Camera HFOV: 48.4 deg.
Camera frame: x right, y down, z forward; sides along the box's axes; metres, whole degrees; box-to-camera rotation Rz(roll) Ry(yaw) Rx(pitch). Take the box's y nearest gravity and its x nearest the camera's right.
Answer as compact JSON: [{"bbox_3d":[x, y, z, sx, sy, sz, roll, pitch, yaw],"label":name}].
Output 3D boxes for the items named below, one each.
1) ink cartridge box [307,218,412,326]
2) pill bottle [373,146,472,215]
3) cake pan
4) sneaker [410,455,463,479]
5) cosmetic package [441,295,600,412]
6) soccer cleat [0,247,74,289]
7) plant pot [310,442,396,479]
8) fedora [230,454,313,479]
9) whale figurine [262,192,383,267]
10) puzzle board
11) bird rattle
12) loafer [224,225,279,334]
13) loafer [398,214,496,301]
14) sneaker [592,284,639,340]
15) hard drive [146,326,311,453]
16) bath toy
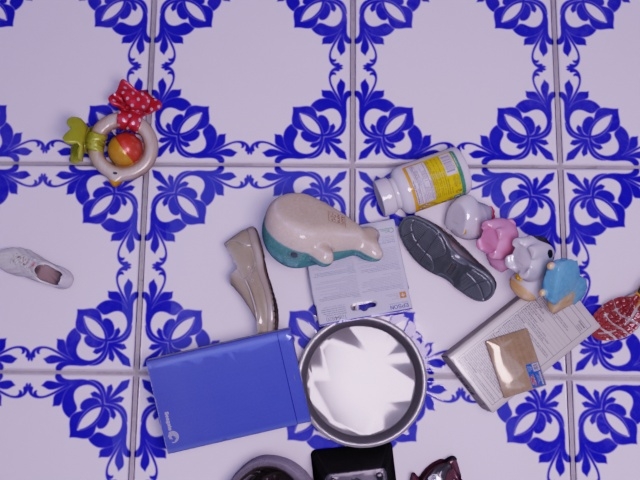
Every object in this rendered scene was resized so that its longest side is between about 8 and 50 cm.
[{"bbox_3d":[0.084,0.077,1.650,0.223,0.045,0.224,-9,74,-1],"label":"ink cartridge box"},{"bbox_3d":[0.234,-0.131,1.654,0.208,0.117,0.117,-20,82,-3],"label":"pill bottle"},{"bbox_3d":[0.093,0.317,1.619,0.293,0.054,0.293,0,81,1],"label":"cake pan"},{"bbox_3d":[0.324,0.558,1.556,0.281,0.106,0.162,5,78,2],"label":"sneaker"},{"bbox_3d":[0.444,0.227,1.600,0.309,0.113,0.160,-36,83,-5],"label":"cosmetic package"},{"bbox_3d":[-0.669,0.061,1.656,0.196,0.076,0.068,19,82,4],"label":"soccer cleat"},{"bbox_3d":[0.079,0.544,1.528,0.188,0.167,0.188,-6,80,-1],"label":"plant pot"},{"bbox_3d":[-0.089,0.602,1.525,0.244,0.124,0.275,-29,65,8],"label":"fedora"},{"bbox_3d":[0.000,0.000,1.591,0.272,0.216,0.141,14,125,-15],"label":"whale figurine"},{"bbox_3d":[0.420,0.264,1.533,0.096,0.011,0.128,-17,83,-3],"label":"puzzle board"},{"bbox_3d":[-0.477,-0.245,1.703,0.253,0.143,0.207,-35,94,-17],"label":"bird rattle"},{"bbox_3d":[-0.159,0.103,1.637,0.092,0.102,0.268,-14,72,0],"label":"loafer"},{"bbox_3d":[0.296,0.038,1.659,0.267,0.084,0.096,42,115,10],"label":"loafer"},{"bbox_3d":[0.719,0.159,1.621,0.225,0.093,0.088,-35,63,13],"label":"sneaker"},{"bbox_3d":[-0.199,0.327,1.556,0.319,0.040,0.210,-13,93,-1],"label":"hard drive"},{"bbox_3d":[0.420,0.018,1.574,0.129,0.348,0.151,-6,124,-33],"label":"bath toy"}]
